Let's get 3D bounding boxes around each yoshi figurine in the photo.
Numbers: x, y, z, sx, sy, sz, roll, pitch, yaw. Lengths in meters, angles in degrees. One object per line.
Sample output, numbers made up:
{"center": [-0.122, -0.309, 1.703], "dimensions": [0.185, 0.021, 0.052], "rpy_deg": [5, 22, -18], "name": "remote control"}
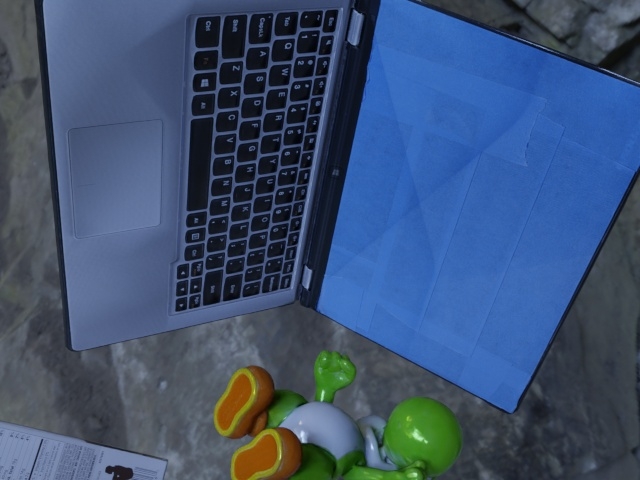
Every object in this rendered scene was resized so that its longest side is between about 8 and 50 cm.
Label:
{"center": [0.055, 0.259, 1.037], "dimensions": [0.362, 0.203, 0.203], "rpy_deg": [22, 75, -39], "name": "yoshi figurine"}

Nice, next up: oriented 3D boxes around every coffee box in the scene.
{"center": [-0.382, 0.346, 1.123], "dimensions": [0.297, 0.168, 0.119], "rpy_deg": [15, 71, -6], "name": "coffee box"}

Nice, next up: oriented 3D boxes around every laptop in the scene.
{"center": [0.000, 0.000, 0.666], "dimensions": [0.408, 0.382, 0.236], "rpy_deg": [-11, 44, -24], "name": "laptop"}
